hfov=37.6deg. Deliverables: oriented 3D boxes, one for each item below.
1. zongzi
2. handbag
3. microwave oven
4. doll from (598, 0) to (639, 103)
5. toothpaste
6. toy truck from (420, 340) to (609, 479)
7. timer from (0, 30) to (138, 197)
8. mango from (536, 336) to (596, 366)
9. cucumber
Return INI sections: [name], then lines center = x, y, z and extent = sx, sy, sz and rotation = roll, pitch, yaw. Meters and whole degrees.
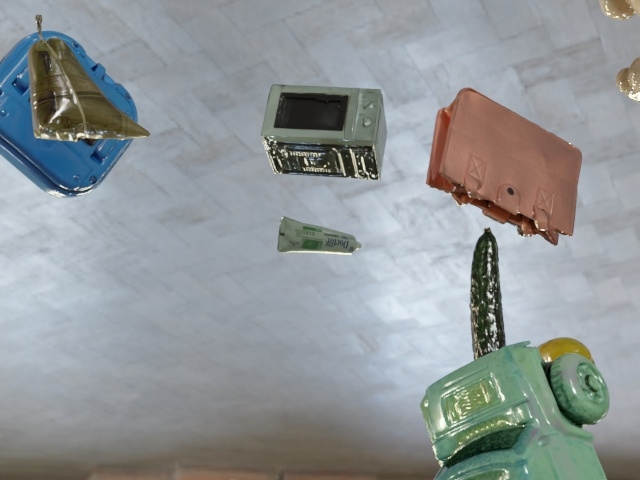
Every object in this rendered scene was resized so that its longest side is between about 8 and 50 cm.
[zongzi]
center = -0.357, -0.243, 1.449
extent = 0.178, 0.189, 0.081
rotation = -3, 168, -25
[handbag]
center = 0.250, -0.096, 1.260
extent = 0.212, 0.157, 0.059
rotation = 24, 149, -17
[microwave oven]
center = 0.011, -0.194, 1.731
extent = 0.208, 0.122, 0.162
rotation = 5, 154, 11
[doll]
center = 0.235, -0.226, 0.598
extent = 0.119, 0.278, 0.154
rotation = 13, 155, -39
[toothpaste]
center = 0.000, 0.000, 1.725
extent = 0.041, 0.064, 0.218
rotation = 5, 177, 42
[toy truck]
center = 0.192, 0.234, 0.833
extent = 0.156, 0.279, 0.155
rotation = 1, 153, -46
[timer]
center = -0.587, -0.285, 2.121
extent = 0.115, 0.309, 0.340
rotation = -4, 138, 51
[mango]
center = 0.317, 0.180, 1.233
extent = 0.103, 0.076, 0.161
rotation = 9, 142, 15
[cucumber]
center = 0.303, 0.121, 1.715
extent = 0.067, 0.294, 0.067
rotation = -2, 168, 0
